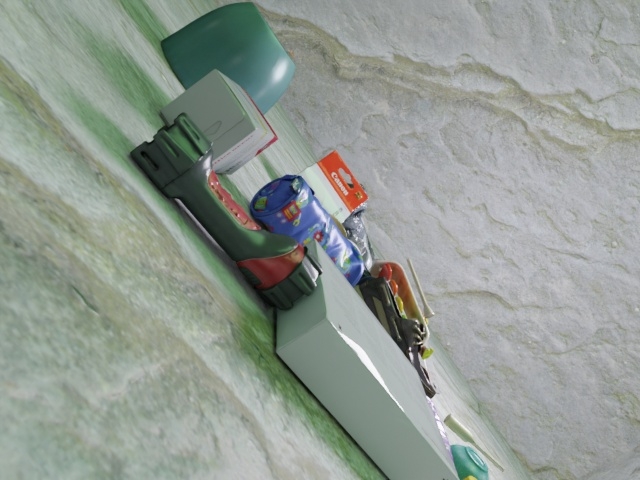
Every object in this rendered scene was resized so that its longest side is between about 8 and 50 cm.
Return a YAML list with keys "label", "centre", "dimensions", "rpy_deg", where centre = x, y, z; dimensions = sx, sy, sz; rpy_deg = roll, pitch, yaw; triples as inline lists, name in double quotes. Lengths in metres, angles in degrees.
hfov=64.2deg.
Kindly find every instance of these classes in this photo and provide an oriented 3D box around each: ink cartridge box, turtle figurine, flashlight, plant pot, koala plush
- label: "ink cartridge box"
  centre: [0.024, -0.142, 1.493]
  dimensions: [0.189, 0.232, 0.066]
  rpy_deg: [55, -21, -7]
- label: "ink cartridge box"
  centre: [0.369, 0.441, 1.843]
  dimensions: [0.181, 0.056, 0.225]
  rpy_deg: [39, 38, -62]
- label: "turtle figurine"
  centre: [0.274, 0.291, 1.701]
  dimensions: [0.269, 0.087, 0.218]
  rpy_deg: [21, 35, -39]
- label: "flashlight"
  centre: [-0.119, -0.038, 0.726]
  dimensions: [0.304, 0.103, 0.103]
  rpy_deg: [54, 10, -21]
- label: "plant pot"
  centre: [-0.205, -0.440, 1.267]
  dimensions: [0.293, 0.235, 0.293]
  rpy_deg: [53, 9, -13]
- label: "koala plush"
  centre: [0.083, -0.061, 1.675]
  dimensions: [0.196, 0.203, 0.221]
  rpy_deg: [-112, 177, -51]
- label: "ink cartridge box"
  centre: [-0.178, -0.208, 0.932]
  dimensions: [0.127, 0.128, 0.176]
  rpy_deg: [56, 9, -1]

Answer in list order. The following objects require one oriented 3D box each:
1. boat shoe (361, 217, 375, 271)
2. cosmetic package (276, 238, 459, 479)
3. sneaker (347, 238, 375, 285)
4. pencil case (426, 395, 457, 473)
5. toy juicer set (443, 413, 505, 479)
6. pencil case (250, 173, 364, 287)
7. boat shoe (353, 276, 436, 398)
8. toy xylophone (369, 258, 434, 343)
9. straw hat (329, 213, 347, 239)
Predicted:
- label: "boat shoe"
  centre: [0.120, 0.016, 1.832]
  dimensions: [0.335, 0.121, 0.119]
  rpy_deg: [-99, 164, -46]
- label: "cosmetic package"
  centre: [0.070, 0.210, 0.867]
  dimensions: [0.377, 0.097, 0.284]
  rpy_deg: [53, 8, -20]
- label: "sneaker"
  centre: [0.110, 0.101, 1.495]
  dimensions: [0.226, 0.086, 0.163]
  rpy_deg: [52, 7, -30]
- label: "pencil case"
  centre: [0.198, 0.379, 0.978]
  dimensions: [0.088, 0.086, 0.206]
  rpy_deg: [61, 7, -20]
- label: "toy juicer set"
  centre: [0.297, 0.490, 1.155]
  dimensions: [0.209, 0.089, 0.329]
  rpy_deg: [46, 12, 25]
- label: "pencil case"
  centre: [-0.018, -0.013, 1.090]
  dimensions: [0.119, 0.133, 0.306]
  rpy_deg: [21, -23, 49]
- label: "boat shoe"
  centre: [0.209, 0.250, 1.344]
  dimensions: [0.356, 0.130, 0.132]
  rpy_deg: [59, 9, 15]
- label: "toy xylophone"
  centre: [0.239, 0.188, 1.520]
  dimensions: [0.236, 0.081, 0.323]
  rpy_deg: [95, -21, -53]
- label: "straw hat"
  centre: [0.000, 0.000, 1.333]
  dimensions: [0.061, 0.145, 0.145]
  rpy_deg: [-4, -49, 50]
